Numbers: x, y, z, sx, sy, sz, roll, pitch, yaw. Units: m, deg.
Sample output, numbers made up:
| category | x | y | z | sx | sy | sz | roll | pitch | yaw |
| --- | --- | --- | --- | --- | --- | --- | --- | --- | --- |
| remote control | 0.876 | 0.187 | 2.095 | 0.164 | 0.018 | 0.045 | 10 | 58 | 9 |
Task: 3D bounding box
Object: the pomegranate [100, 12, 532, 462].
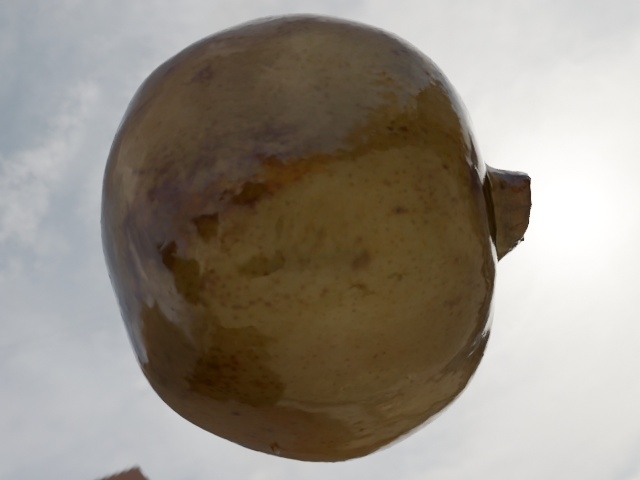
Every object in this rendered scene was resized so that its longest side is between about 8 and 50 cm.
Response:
| category | x | y | z | sx | sy | sz | roll | pitch | yaw |
| --- | --- | --- | --- | --- | --- | --- | --- | --- | --- |
| pomegranate | 0.000 | 0.000 | 0.932 | 0.416 | 0.416 | 0.417 | -20 | -54 | -30 |
